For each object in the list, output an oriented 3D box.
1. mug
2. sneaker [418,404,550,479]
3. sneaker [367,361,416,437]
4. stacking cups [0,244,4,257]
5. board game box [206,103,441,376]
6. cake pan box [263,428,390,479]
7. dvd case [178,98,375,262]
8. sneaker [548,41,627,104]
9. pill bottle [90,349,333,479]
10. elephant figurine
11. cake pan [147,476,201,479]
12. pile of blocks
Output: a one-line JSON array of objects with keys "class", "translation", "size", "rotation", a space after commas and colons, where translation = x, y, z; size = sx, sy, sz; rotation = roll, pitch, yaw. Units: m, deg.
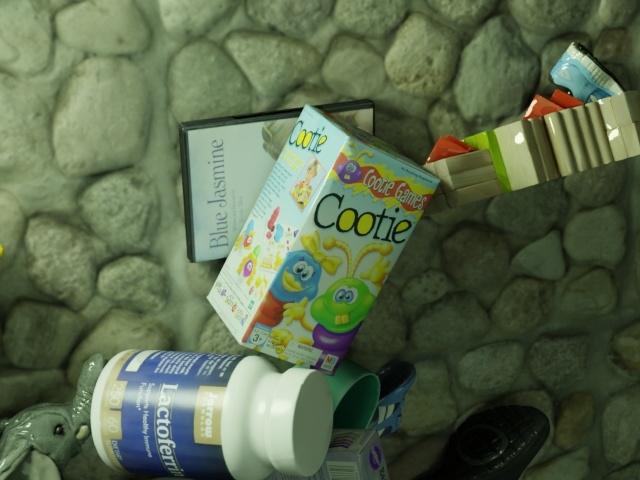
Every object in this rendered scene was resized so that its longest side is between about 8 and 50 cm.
[{"class": "mug", "translation": [0.000, 0.224, 1.629], "size": [0.129, 0.097, 0.158], "rotation": [-10, 122, -57]}, {"class": "sneaker", "translation": [0.229, 0.354, 1.797], "size": [0.286, 0.109, 0.130], "rotation": [-44, 127, 10]}, {"class": "sneaker", "translation": [0.089, 0.229, 1.708], "size": [0.059, 0.053, 0.144], "rotation": [32, 105, -28]}, {"class": "stacking cups", "translation": [-0.458, 0.139, 1.422], "size": [0.096, 0.096, 0.316], "rotation": [15, 104, -26]}, {"class": "board game box", "translation": [0.000, 0.000, 1.498], "size": [0.142, 0.144, 0.275], "rotation": [22, 102, -29]}, {"class": "cake pan box", "translation": [-0.019, 0.358, 1.579], "size": [0.245, 0.070, 0.267], "rotation": [-5, 111, 28]}, {"class": "dvd case", "translation": [-0.049, -0.075, 1.544], "size": [0.253, 0.022, 0.180], "rotation": [-9, 114, -18]}, {"class": "sneaker", "translation": [0.365, -0.195, 1.653], "size": [0.162, 0.063, 0.073], "rotation": [38, 112, -26]}, {"class": "pill bottle", "translation": [-0.128, 0.211, 1.482], "size": [0.264, 0.153, 0.153], "rotation": [0, 118, 23]}, {"class": "elephant figurine", "translation": [-0.353, 0.276, 1.508], "size": [0.169, 0.186, 0.239], "rotation": [-1, 105, 24]}, {"class": "cake pan", "translation": [-0.139, 0.421, 1.597], "size": [0.054, 0.293, 0.293], "rotation": [-41, 134, -56]}, {"class": "pile of blocks", "translation": [0.267, -0.127, 1.602], "size": [0.362, 0.149, 0.113], "rotation": [-16, 90, -15]}]
